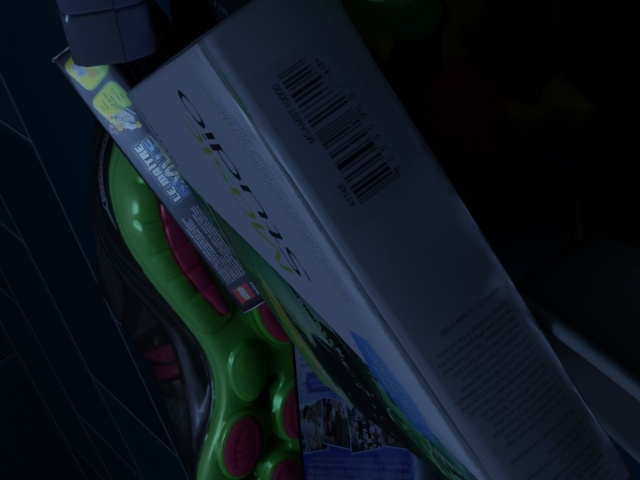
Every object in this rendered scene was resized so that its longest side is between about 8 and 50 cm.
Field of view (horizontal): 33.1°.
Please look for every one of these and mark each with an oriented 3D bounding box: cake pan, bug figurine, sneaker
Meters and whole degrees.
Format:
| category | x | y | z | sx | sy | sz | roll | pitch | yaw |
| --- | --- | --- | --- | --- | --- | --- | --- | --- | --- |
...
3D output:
| category | x | y | z | sx | sy | sz | roll | pitch | yaw |
| --- | --- | --- | --- | --- | --- | --- | --- | --- | --- |
| cake pan | 0.194 | 0.101 | 0.475 | 0.293 | 0.054 | 0.293 | 43 | 179 | 1 |
| bug figurine | -0.006 | -0.133 | 0.471 | 0.279 | 0.072 | 0.216 | 45 | -179 | 13 |
| sneaker | -0.092 | 0.077 | 1.002 | 0.202 | 0.185 | 0.482 | 36 | 141 | 53 |

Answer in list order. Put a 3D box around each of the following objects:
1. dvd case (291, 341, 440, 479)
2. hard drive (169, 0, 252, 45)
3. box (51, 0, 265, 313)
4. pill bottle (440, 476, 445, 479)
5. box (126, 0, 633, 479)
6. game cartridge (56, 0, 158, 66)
| category | x | y | z | sx | sy | sz | roll | pitch | yaw |
| --- | --- | --- | --- | --- | --- | --- | --- | --- | --- |
| dvd case | 0.025 | 0.087 | 0.777 | 0.180 | 0.022 | 0.252 | 158 | 109 | -63 |
| hard drive | -0.034 | -0.176 | 0.669 | 0.172 | 0.054 | 0.254 | 45 | 155 | 22 |
| box | -0.084 | -0.061 | 0.736 | 0.036 | 0.114 | 0.207 | -31 | 103 | 23 |
| pill bottle | 0.067 | 0.142 | 0.836 | 0.103 | 0.103 | 0.184 | 60 | 157 | -11 |
| box | 0.000 | 0.000 | 0.538 | 0.232 | 0.058 | 0.322 | 57 | 172 | -11 |
| game cartridge | -0.152 | -0.294 | 0.580 | 0.230 | 0.068 | 0.355 | 94 | 161 | -51 |
